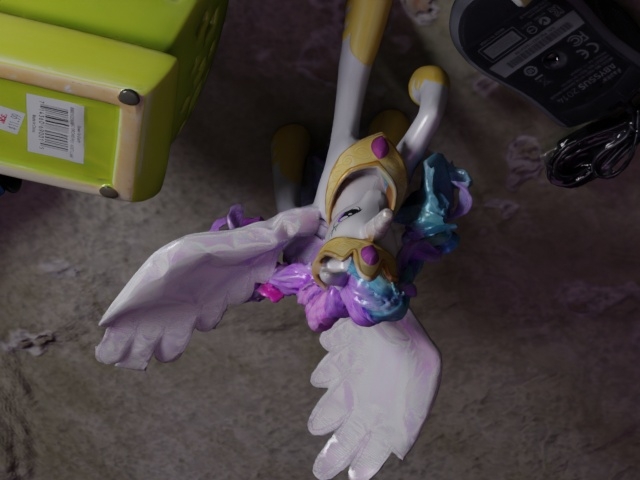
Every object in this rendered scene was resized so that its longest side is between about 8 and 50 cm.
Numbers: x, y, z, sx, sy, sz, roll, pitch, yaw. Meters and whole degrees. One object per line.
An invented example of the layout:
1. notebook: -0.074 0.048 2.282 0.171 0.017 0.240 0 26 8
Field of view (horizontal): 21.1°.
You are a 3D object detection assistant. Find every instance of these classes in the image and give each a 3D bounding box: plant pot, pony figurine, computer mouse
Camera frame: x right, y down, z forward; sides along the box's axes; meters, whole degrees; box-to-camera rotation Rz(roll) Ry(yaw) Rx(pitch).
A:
1. plant pot: -0.207 -0.170 1.471 0.227 0.207 0.228 13 146 -2
2. pony figurine: 0.000 0.000 1.514 0.303 0.363 0.351 23 130 -11
3. computer mouse: 0.217 -0.168 1.538 0.188 0.072 0.272 -29 132 31

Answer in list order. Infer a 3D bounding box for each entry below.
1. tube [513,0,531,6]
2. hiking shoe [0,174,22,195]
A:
1. tube: 0.223 -0.297 1.387 0.240 0.062 0.070 -47 155 6
2. hiking shoe: -0.368 -0.052 1.693 0.132 0.113 0.304 22 130 -9
